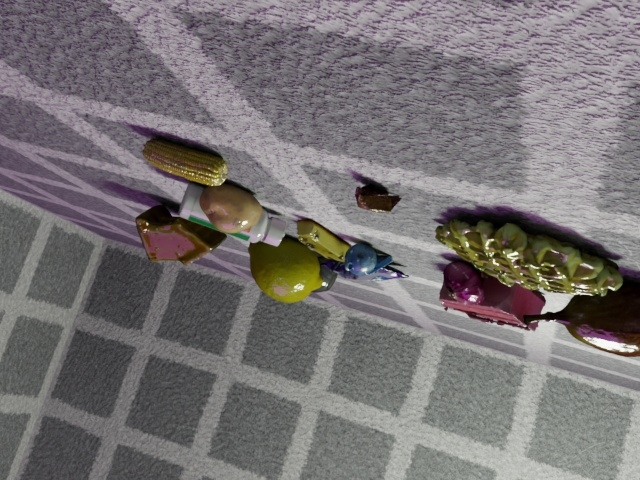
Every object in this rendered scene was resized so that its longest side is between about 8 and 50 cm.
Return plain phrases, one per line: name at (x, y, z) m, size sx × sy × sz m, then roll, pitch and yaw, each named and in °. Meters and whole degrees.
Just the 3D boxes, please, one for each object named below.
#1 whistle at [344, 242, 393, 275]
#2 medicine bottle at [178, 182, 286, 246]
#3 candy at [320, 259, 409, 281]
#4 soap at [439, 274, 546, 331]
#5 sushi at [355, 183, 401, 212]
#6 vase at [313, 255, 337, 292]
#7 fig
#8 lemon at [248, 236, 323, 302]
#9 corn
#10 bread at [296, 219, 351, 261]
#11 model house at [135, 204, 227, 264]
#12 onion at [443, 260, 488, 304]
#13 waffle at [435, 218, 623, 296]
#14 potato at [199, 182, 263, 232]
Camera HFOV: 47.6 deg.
whistle at (0.115, 0.042, 1.858) m, size 0.090 × 0.090 × 0.158 m, roll 9°, pitch -153°, yaw 41°
medicine bottle at (-0.217, -0.058, 1.794) m, size 0.260 × 0.095 × 0.095 m, roll 22°, pitch 170°, yaw -12°
candy at (0.123, 0.084, 2.063) m, size 0.145 × 0.070 × 0.275 m, roll 15°, pitch 169°, yaw -27°
soap at (0.405, 0.145, 1.798) m, size 0.162 × 0.099 × 0.250 m, roll 26°, pitch 167°, yaw -40°
sushi at (0.095, -0.076, 1.285) m, size 0.099 × 0.047 × 0.050 m, roll 4°, pitch -165°, yaw -44°
vase at (-0.040, 0.085, 2.267) m, size 0.183 × 0.120 × 0.120 m, roll 30°, pitch 174°, yaw 15°
fig at (0.531, 0.149, 1.400) m, size 0.274 × 0.145 × 0.170 m, roll 1°, pitch 169°, yaw 3°
lemon at (-0.109, 0.083, 2.134) m, size 0.248 × 0.184 × 0.184 m, roll 28°, pitch 170°, yaw 1°
corn at (-0.268, -0.156, 1.438) m, size 0.165 × 0.063 × 0.085 m, roll 19°, pitch -165°, yaw 8°
bread at (0.000, 0.000, 1.863) m, size 0.088 × 0.049 × 0.226 m, roll 11°, pitch 168°, yaw 34°
model house at (-0.405, -0.023, 2.240) m, size 0.239 × 0.173 × 0.268 m, roll 2°, pitch -162°, yaw 13°
onion at (0.339, 0.095, 1.682) m, size 0.104 × 0.115 × 0.115 m, roll -27°, pitch 170°, yaw -3°
waffle at (0.370, 0.037, 1.327) m, size 0.317 × 0.073 × 0.297 m, roll 21°, pitch 170°, yaw -21°
potato at (-0.207, -0.074, 1.666) m, size 0.147 × 0.112 × 0.112 m, roll 27°, pitch 169°, yaw -11°
